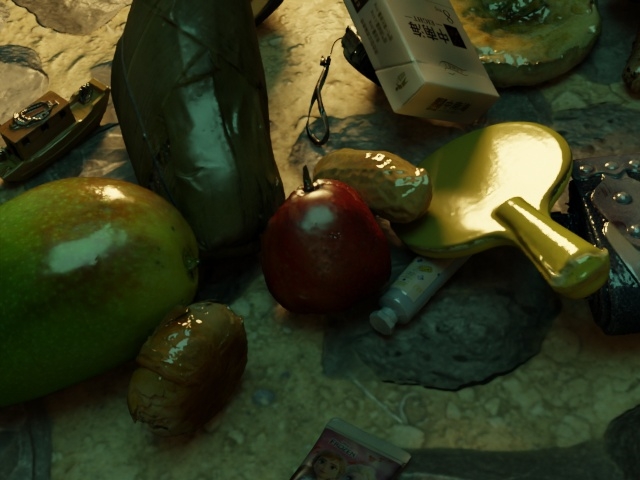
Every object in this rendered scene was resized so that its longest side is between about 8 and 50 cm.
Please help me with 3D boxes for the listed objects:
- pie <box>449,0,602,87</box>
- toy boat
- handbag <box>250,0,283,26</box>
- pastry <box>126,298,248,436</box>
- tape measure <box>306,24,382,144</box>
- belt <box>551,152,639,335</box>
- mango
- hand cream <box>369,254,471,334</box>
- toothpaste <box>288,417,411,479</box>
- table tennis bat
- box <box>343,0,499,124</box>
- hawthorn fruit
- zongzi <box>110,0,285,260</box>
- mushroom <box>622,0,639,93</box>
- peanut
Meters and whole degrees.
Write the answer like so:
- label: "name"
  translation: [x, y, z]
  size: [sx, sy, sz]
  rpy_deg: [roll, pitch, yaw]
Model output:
- label: "pie"
  translation: [0.274, -0.326, 1.298]
  size: [0.274, 0.055, 0.274]
  rpy_deg: [-3, 52, 4]
- label: "toy boat"
  translation: [-0.372, -0.158, 1.222]
  size: [0.057, 0.077, 0.200]
  rpy_deg: [32, 61, 29]
- label: "handbag"
  translation: [-0.171, -0.432, 1.356]
  size: [0.181, 0.181, 0.254]
  rpy_deg: [-39, 53, 15]
- label: "pastry"
  translation: [-0.135, 0.132, 0.921]
  size: [0.081, 0.153, 0.153]
  rpy_deg: [35, 62, 20]
- label: "tape measure"
  translation: [0.047, -0.208, 1.243]
  size: [0.179, 0.107, 0.104]
  rpy_deg: [-60, 30, 6]
- label: "belt"
  translation: [0.323, 0.013, 0.980]
  size: [0.129, 0.122, 0.218]
  rpy_deg: [-6, 43, 4]
- label: "mango"
  translation: [-0.314, 0.060, 0.970]
  size: [0.382, 0.201, 0.225]
  rpy_deg: [-23, 66, 5]
- label: "hand cream"
  translation: [0.119, 0.042, 1.029]
  size: [0.065, 0.043, 0.171]
  rpy_deg: [24, 55, 34]
- label: "toothpaste"
  translation: [-0.017, 0.283, 0.852]
  size: [0.096, 0.061, 0.266]
  rpy_deg: [23, 51, 24]
- label: "table tennis bat"
  translation: [0.207, -0.037, 0.996]
  size: [0.224, 0.054, 0.368]
  rpy_deg: [-36, 30, -1]
- label: "box"
  translation: [0.125, -0.274, 1.185]
  size: [0.155, 0.067, 0.242]
  rpy_deg: [1, 58, -40]
- label: "hawthorn fruit"
  translation: [0.000, 0.000, 0.999]
  size: [0.148, 0.171, 0.148]
  rpy_deg: [-13, 18, 4]
- label: "zongzi"
  translation: [-0.125, -0.197, 1.041]
  size: [0.174, 0.392, 0.356]
  rpy_deg: [-6, 52, -28]
- label: "mushroom"
  translation: [0.453, -0.305, 1.228]
  size: [0.148, 0.227, 0.217]
  rpy_deg: [19, 92, -2]
- label: "peanut"
  translation: [0.058, -0.064, 1.067]
  size: [0.093, 0.083, 0.194]
  rpy_deg: [-51, 34, -14]
